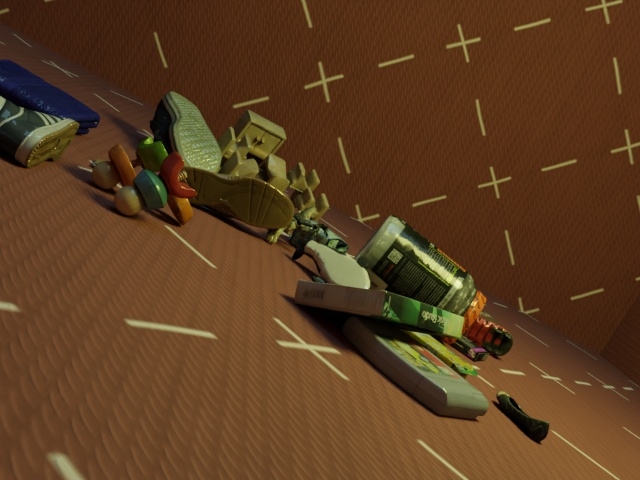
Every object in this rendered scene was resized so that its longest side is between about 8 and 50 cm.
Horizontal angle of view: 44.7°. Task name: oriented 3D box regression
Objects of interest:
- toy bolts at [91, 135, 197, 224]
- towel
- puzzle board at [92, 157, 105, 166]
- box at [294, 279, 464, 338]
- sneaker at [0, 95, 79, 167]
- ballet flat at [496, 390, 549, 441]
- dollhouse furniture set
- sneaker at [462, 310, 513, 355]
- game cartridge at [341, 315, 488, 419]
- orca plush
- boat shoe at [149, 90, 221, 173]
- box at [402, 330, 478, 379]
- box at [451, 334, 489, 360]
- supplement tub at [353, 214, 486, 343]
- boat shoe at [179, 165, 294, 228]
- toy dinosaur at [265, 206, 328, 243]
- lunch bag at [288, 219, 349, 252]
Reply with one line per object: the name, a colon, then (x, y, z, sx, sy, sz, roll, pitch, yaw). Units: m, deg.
toy bolts: (-0.367, -0.096, 1.642, 0.228, 0.159, 0.218, 25, -41, 61)
towel: (-0.748, -0.367, 2.019, 0.308, 0.076, 0.227, 31, 15, 3)
puzzle board: (-0.479, -0.155, 1.858, 0.128, 0.011, 0.096, 27, 10, -13)
box: (0.132, 0.151, 1.683, 0.232, 0.058, 0.322, 5, -9, 40)
sneaker: (-0.602, -0.233, 1.588, 0.153, 0.099, 0.282, 31, 11, -7)
ballet flat: (0.446, 0.379, 1.712, 0.057, 0.049, 0.173, 27, 9, -29)
dollhouse furniture set: (-0.224, -0.207, 2.598, 0.362, 0.256, 0.394, 24, 31, -34)
sneaker: (0.450, 0.248, 2.363, 0.276, 0.097, 0.135, 31, 8, -5)
game cartridge: (0.183, 0.251, 1.568, 0.196, 0.060, 0.294, 15, 17, -48)
orca plush: (0.033, 0.098, 1.979, 0.287, 0.102, 0.151, 24, 47, 38)
boat shoe: (-0.435, -0.301, 2.434, 0.187, 0.156, 0.500, 30, 18, -34)
box: (0.275, 0.269, 1.815, 0.179, 0.043, 0.105, 33, 8, 39)
box: (0.384, 0.280, 2.175, 0.162, 0.029, 0.116, 35, 9, 26)
supplement tub: (0.257, 0.108, 2.064, 0.338, 0.207, 0.207, 39, 8, 2)
boat shoe: (-0.239, -0.117, 2.075, 0.342, 0.123, 0.123, 14, 2, -15)
toy dinosaur: (-0.043, -0.046, 2.174, 0.118, 0.064, 0.268, 23, 28, 23)
lunch bag: (0.000, 0.000, 2.296, 0.129, 0.096, 0.151, 33, 18, 23)
